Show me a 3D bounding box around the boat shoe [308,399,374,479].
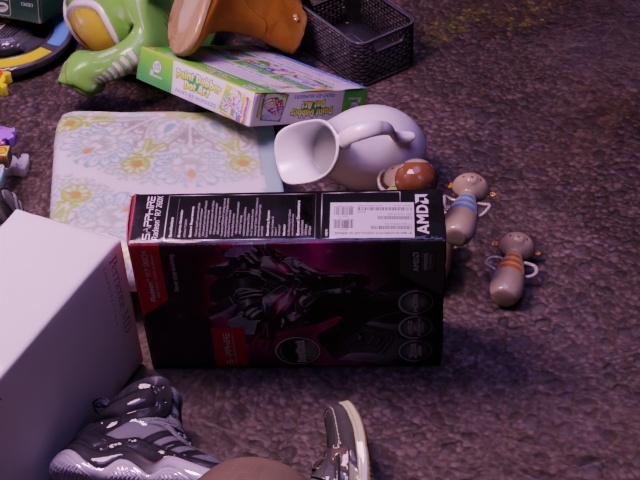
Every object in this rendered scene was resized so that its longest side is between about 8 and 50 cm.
[{"bbox_3d":[0.020,0.269,1.455,0.073,0.080,0.224,-3,45,-8],"label":"boat shoe"}]

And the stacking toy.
[{"bbox_3d":[-0.462,-0.114,1.859,0.052,0.167,0.221,-1,41,2],"label":"stacking toy"}]

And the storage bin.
[{"bbox_3d":[0.058,-0.339,2.155,0.122,0.084,0.180,-26,47,-25],"label":"storage bin"}]

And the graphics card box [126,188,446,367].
[{"bbox_3d":[-0.035,0.049,1.594,0.370,0.233,0.094,-1,46,1],"label":"graphics card box"}]

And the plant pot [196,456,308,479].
[{"bbox_3d":[-0.082,0.328,1.288,0.263,0.263,0.229,4,24,8],"label":"plant pot"}]

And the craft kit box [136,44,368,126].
[{"bbox_3d":[-0.101,-0.235,1.977,0.249,0.061,0.246,26,21,37],"label":"craft kit box"}]

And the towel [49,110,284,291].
[{"bbox_3d":[-0.208,-0.058,1.827,0.320,0.090,0.374,-2,38,-7],"label":"towel"}]

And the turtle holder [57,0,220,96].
[{"bbox_3d":[-0.288,-0.356,2.114,0.227,0.243,0.320,-6,73,30],"label":"turtle holder"}]

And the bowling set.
[{"bbox_3d":[0.154,-0.046,1.731,0.286,0.200,0.154,12,41,11],"label":"bowling set"}]

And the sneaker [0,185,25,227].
[{"bbox_3d":[-0.425,0.017,1.681,0.132,0.229,0.086,-15,62,-2],"label":"sneaker"}]

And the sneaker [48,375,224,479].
[{"bbox_3d":[-0.159,0.233,1.486,0.268,0.101,0.153,6,44,14],"label":"sneaker"}]

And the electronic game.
[{"bbox_3d":[-0.525,-0.340,2.217,0.229,0.048,0.229,-2,41,2],"label":"electronic game"}]

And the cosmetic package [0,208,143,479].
[{"bbox_3d":[-0.369,0.170,1.492,0.156,0.217,0.385,16,46,21],"label":"cosmetic package"}]

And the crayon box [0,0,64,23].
[{"bbox_3d":[-0.495,-0.468,2.298,0.203,0.083,0.323,11,28,16],"label":"crayon box"}]

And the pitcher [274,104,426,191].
[{"bbox_3d":[0.068,-0.131,1.824,0.207,0.126,0.177,-4,-6,-45],"label":"pitcher"}]

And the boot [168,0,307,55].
[{"bbox_3d":[-0.114,-0.344,2.036,0.104,0.211,0.295,-29,39,37],"label":"boot"}]
